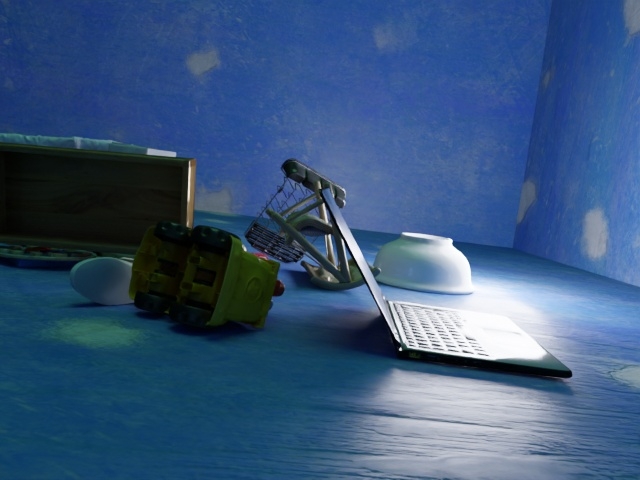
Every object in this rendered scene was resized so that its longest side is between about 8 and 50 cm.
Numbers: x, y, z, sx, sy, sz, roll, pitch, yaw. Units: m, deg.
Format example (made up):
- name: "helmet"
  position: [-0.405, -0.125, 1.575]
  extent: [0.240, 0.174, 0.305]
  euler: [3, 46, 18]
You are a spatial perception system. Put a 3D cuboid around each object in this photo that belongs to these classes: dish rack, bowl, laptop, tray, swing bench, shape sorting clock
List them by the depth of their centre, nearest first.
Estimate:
- name: "laptop"
  position: [0.190, 0.049, 1.073]
  extent: [0.408, 0.236, 0.382]
  euler: [8, 6, 2]
- name: "tray"
  position: [-0.471, -0.084, 1.259]
  extent: [0.411, 0.203, 0.076]
  euler: [5, 11, 1]
- name: "shape sorting clock"
  position: [-0.584, 0.025, 1.294]
  extent: [0.206, 0.040, 0.206]
  euler: [8, 5, -1]
- name: "swing bench"
  position: [0.000, 0.000, 1.508]
  extent: [0.165, 0.255, 0.253]
  euler: [-30, 8, -4]
- name: "bowl"
  position: [0.282, 0.054, 1.683]
  extent: [0.298, 0.134, 0.298]
  euler: [7, 6, -1]
- name: "dish rack"
  position: [-0.075, -0.068, 1.691]
  extent: [0.208, 0.271, 0.074]
  euler: [29, 21, -26]

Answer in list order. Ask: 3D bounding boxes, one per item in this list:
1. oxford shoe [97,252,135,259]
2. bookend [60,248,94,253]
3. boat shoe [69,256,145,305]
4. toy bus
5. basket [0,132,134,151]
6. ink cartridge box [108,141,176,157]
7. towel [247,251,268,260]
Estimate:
- name: "oxford shoe"
  position: [-0.429, -0.012, 1.451]
  extent: [0.449, 0.130, 0.169]
  euler: [14, 6, 40]
- name: "bookend"
  position: [-0.637, -0.012, 1.445]
  extent: [0.156, 0.072, 0.157]
  euler: [1, 9, -42]
- name: "boat shoe"
  position: [-0.335, 0.068, 1.045]
  extent: [0.070, 0.078, 0.219]
  euler: [13, 0, 38]
- name: "toy bus"
  position: [-0.170, 0.065, 1.002]
  extent: [0.220, 0.149, 0.211]
  euler: [8, -8, 38]
- name: "basket"
  position: [-0.766, -0.169, 1.788]
  extent: [0.331, 0.266, 0.328]
  euler: [5, 5, 11]
- name: "ink cartridge box"
  position: [-0.505, -0.125, 1.708]
  extent: [0.117, 0.278, 0.201]
  euler: [8, 6, 8]
- name: "towel"
  position: [-0.300, 0.028, 1.708]
  extent: [0.199, 0.031, 0.275]
  euler: [3, 7, -44]
